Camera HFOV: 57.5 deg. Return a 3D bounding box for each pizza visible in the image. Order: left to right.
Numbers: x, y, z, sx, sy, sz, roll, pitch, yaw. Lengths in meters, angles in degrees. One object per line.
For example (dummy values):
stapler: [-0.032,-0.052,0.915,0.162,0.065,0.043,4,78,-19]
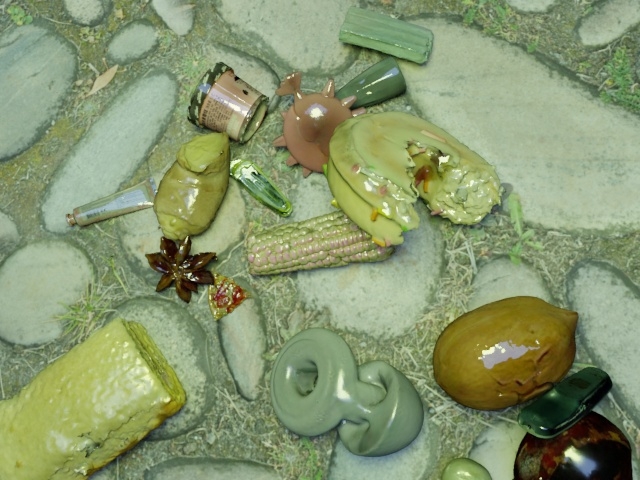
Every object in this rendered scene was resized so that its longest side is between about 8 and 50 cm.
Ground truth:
pizza: [-0.213,0.110,1.273,0.100,0.029,0.099,-33,78,-2]

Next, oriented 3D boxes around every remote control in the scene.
remote control: [0.442,0.287,1.043,0.222,0.072,0.042,-20,115,-30]

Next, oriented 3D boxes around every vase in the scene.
vase: [0.079,-0.327,1.305,0.214,0.086,0.086,-25,79,4]

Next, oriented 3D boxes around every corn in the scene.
corn: [0.000,0.003,1.236,0.335,0.126,0.126,-9,79,7]

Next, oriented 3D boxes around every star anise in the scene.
star anise: [-0.301,0.061,1.252,0.168,0.057,0.168,-1,110,-3]

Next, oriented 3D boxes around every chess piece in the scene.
chess piece: [0.249,0.539,1.119,0.133,0.133,0.243,26,78,8]

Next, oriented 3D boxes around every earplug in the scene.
earplug: [0.046,0.305,1.159,0.325,0.175,0.214,22,87,17]

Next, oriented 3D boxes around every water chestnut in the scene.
water chestnut: [0.466,0.409,1.095,0.224,0.238,0.223,-9,114,-22]

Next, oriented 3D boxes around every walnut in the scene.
walnut: [0.360,0.213,1.120,0.298,0.203,0.203,-28,79,11]

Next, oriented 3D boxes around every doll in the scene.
doll: [-0.003,-0.239,1.252,0.211,0.093,0.262,-33,111,17]

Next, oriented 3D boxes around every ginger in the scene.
ginger: [-0.275,-0.120,1.262,0.138,0.152,0.267,25,105,7]

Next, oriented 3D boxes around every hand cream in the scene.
hand cream: [-0.471,-0.081,1.324,0.210,0.043,0.067,-19,81,-4]

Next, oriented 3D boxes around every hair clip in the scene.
hair clip: [-0.132,-0.121,1.305,0.188,0.033,0.060,43,84,13]

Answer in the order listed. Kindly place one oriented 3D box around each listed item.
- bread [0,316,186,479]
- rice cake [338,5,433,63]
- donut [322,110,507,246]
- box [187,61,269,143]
bread: [-0.482,0.355,1.183,0.375,0.165,0.236,-35,75,-2]
rice cake: [0.151,-0.465,1.320,0.211,0.038,0.124,15,51,4]
donut: [0.160,-0.128,1.147,0.371,0.150,0.307,-15,54,-42]
box: [-0.197,-0.296,1.287,0.135,0.151,0.151,29,83,1]
